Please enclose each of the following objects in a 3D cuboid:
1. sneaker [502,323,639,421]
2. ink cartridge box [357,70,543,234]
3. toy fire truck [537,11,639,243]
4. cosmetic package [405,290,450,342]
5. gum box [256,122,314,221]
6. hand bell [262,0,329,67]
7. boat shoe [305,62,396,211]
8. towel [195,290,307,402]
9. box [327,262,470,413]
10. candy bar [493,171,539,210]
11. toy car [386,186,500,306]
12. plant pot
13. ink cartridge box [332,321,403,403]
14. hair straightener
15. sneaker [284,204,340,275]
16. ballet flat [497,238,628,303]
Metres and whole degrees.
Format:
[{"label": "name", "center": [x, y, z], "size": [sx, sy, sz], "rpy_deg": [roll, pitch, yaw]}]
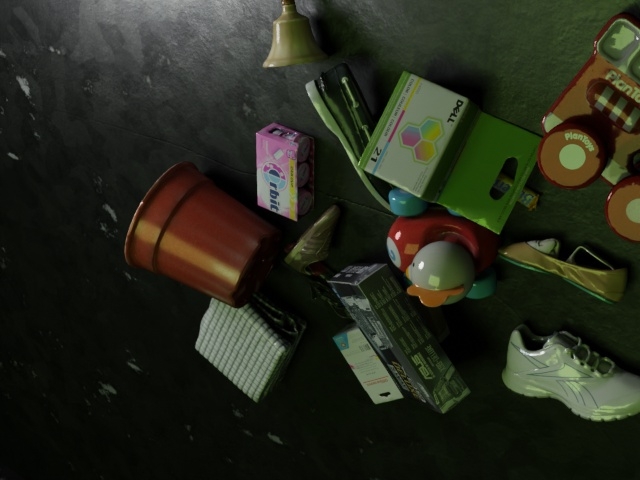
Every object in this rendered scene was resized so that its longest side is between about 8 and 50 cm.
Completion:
[{"label": "sneaker", "center": [0.465, 0.239, 1.677], "size": [0.297, 0.111, 0.129], "rpy_deg": [11, 118, 35]}, {"label": "ink cartridge box", "center": [0.224, -0.150, 1.565], "size": [0.255, 0.097, 0.189], "rpy_deg": [29, 97, 24]}, {"label": "toy fire truck", "center": [0.486, -0.156, 1.359], "size": [0.302, 0.169, 0.254], "rpy_deg": [40, 118, 12]}, {"label": "cosmetic package", "center": [0.216, 0.151, 1.880], "size": [0.060, 0.041, 0.115], "rpy_deg": [-6, 113, 44]}, {"label": "gum box", "center": [-0.073, -0.147, 1.916], "size": [0.107, 0.062, 0.188], "rpy_deg": [23, 131, 28]}, {"label": "hand bell", "center": [-0.059, -0.448, 1.692], "size": [0.126, 0.126, 0.242], "rpy_deg": [5, 107, 40]}, {"label": "boat shoe", "center": [0.090, -0.188, 1.713], "size": [0.091, 0.114, 0.302], "rpy_deg": [-30, 114, 15]}, {"label": "towel", "center": [-0.171, 0.231, 2.226], "size": [0.235, 0.121, 0.283], "rpy_deg": [41, 139, 15]}, {"label": "box", "center": [0.153, 0.189, 1.851], "size": [0.307, 0.076, 0.242], "rpy_deg": [57, 169, -7]}, {"label": "candy bar", "center": [0.319, -0.105, 1.632], "size": [0.161, 0.018, 0.040], "rpy_deg": [34, 135, 20]}, {"label": "toy car", "center": [0.203, 0.042, 1.646], "size": [0.210, 0.238, 0.219], "rpy_deg": [0, 120, 22]}, {"label": "plant pot", "center": [-0.244, 0.003, 2.043], "size": [0.265, 0.272, 0.272], "rpy_deg": [29, 134, 13]}, {"label": "ink cartridge box", "center": [0.121, 0.264, 2.026], "size": [0.104, 0.061, 0.181], "rpy_deg": [-24, 99, 48]}, {"label": "hair straightener", "center": [0.009, 0.099, 2.035], "size": [0.230, 0.047, 0.089], "rpy_deg": [33, 135, 14]}, {"label": "sneaker", "center": [0.000, 0.000, 1.950], "size": [0.071, 0.066, 0.188], "rpy_deg": [38, 127, -6]}, {"label": "ballet flat", "center": [0.427, 0.036, 1.608], "size": [0.232, 0.080, 0.073], "rpy_deg": [24, 103, 25]}]
